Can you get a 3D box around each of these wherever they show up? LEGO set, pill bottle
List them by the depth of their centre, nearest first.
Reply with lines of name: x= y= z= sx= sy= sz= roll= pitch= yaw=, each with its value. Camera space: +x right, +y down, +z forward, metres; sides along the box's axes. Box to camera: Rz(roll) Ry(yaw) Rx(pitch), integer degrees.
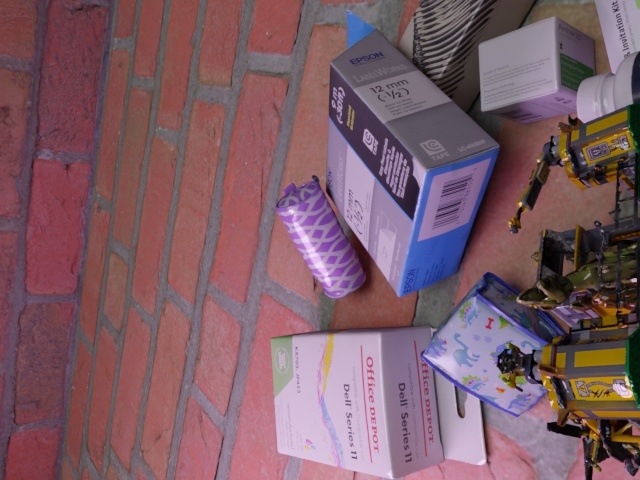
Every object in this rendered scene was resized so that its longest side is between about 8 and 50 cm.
pill bottle: x=0.340 y=-0.141 z=0.531 sx=0.169 sy=0.094 sz=0.094 roll=-5 pitch=85 yaw=50
LEGO set: x=0.248 y=0.057 z=0.541 sx=0.192 sy=0.255 sz=0.331 roll=-21 pitch=52 yaw=49

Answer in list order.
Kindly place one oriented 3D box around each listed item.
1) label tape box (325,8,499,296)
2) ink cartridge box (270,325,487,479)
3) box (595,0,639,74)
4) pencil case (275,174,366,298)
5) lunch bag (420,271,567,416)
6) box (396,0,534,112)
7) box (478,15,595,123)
label tape box: x=0.080 y=-0.131 z=0.812 sx=0.347 sy=0.115 sz=0.249 roll=55 pitch=158 yaw=34
ink cartridge box: x=0.070 y=0.241 z=0.885 sx=0.354 sy=0.119 sz=0.206 roll=-15 pitch=77 yaw=50
box: x=0.385 y=-0.220 z=0.560 sx=0.186 sy=0.038 sz=0.145 roll=-14 pitch=89 yaw=51
pencil case: x=0.000 y=0.000 z=0.935 sx=0.206 sy=0.086 sz=0.088 roll=63 pitch=165 yaw=-23
lunch bag: x=0.230 y=0.137 z=0.716 sx=0.151 sy=0.096 sz=0.128 roll=38 pitch=122 yaw=11
box: x=0.208 y=-0.320 z=0.754 sx=0.113 sy=0.094 sz=0.275 roll=52 pitch=127 yaw=39
box: x=0.261 y=-0.199 z=0.680 sx=0.102 sy=0.101 sz=0.087 roll=-6 pitch=84 yaw=49
